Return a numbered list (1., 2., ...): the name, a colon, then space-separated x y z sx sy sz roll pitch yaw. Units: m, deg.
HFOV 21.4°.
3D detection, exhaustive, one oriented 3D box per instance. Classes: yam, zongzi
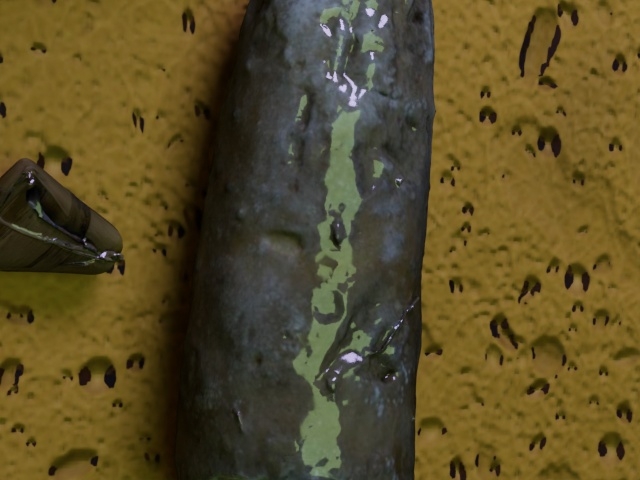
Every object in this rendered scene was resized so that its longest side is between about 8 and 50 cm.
1. yam: 0.000 0.000 0.882 0.133 0.133 0.330 5 93 -27
2. zongzi: -0.150 0.010 0.863 0.083 0.040 0.076 -49 121 0
